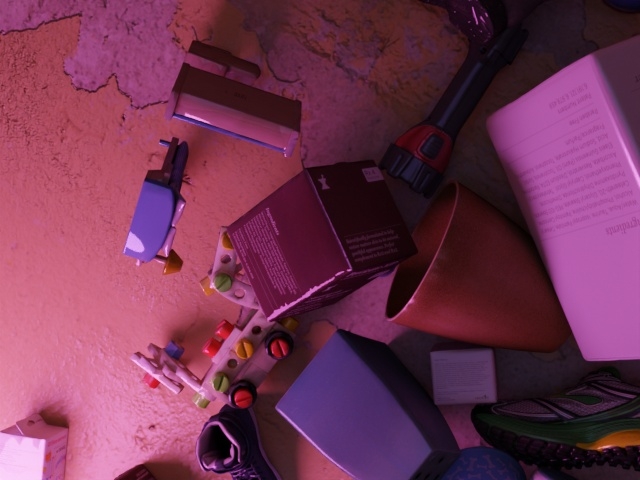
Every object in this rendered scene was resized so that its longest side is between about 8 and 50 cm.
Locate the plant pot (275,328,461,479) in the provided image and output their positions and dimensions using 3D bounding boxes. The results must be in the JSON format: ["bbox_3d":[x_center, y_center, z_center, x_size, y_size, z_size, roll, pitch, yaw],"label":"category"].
[{"bbox_3d":[0.088,0.285,1.530,0.166,0.165,0.234,-51,57,9],"label":"plant pot"}]

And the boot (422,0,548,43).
[{"bbox_3d":[0.250,-0.450,1.541,0.222,0.118,0.338,-30,61,-14],"label":"boot"}]

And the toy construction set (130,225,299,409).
[{"bbox_3d":[-0.164,0.149,1.627,0.215,0.151,0.328,36,107,-15],"label":"toy construction set"}]

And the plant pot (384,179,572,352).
[{"bbox_3d":[0.262,0.069,1.516,0.254,0.237,0.237,26,97,-6],"label":"plant pot"}]

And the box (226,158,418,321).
[{"bbox_3d":[0.000,0.000,1.512,0.203,0.168,0.167,-34,76,40],"label":"box"}]

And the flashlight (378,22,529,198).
[{"bbox_3d":[0.212,-0.217,1.568,0.103,0.103,0.304,35,94,35],"label":"flashlight"}]

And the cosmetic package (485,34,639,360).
[{"bbox_3d":[0.490,-0.078,1.344,0.329,0.327,0.394,-21,88,-17],"label":"cosmetic package"}]

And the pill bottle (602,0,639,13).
[{"bbox_3d":[0.467,-0.410,1.441,0.124,0.221,0.124,1,93,11],"label":"pill bottle"}]

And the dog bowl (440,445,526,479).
[{"bbox_3d":[0.192,0.442,1.572,0.297,0.074,0.166,-26,114,12],"label":"dog bowl"}]

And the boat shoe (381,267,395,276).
[{"bbox_3d":[0.061,-0.020,1.617,0.066,0.066,0.183,-33,86,11],"label":"boat shoe"}]

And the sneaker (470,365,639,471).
[{"bbox_3d":[0.407,0.276,1.547,0.343,0.134,0.146,-2,59,17],"label":"sneaker"}]

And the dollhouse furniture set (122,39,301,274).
[{"bbox_3d":[-0.173,-0.117,1.612,0.198,0.286,0.304,18,117,-9],"label":"dollhouse furniture set"}]

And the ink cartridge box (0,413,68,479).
[{"bbox_3d":[-0.506,0.383,1.734,0.089,0.092,0.143,7,94,11],"label":"ink cartridge box"}]

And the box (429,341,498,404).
[{"bbox_3d":[0.230,0.209,1.574,0.101,0.101,0.087,-4,91,12],"label":"box"}]

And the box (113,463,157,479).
[{"bbox_3d":[-0.261,0.588,1.672,0.191,0.143,0.381,-44,82,9],"label":"box"}]

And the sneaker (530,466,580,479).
[{"bbox_3d":[0.416,0.510,1.527,0.319,0.127,0.208,36,98,2],"label":"sneaker"}]

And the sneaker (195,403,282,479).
[{"bbox_3d":[-0.131,0.384,1.625,0.086,0.163,0.226,-22,89,10],"label":"sneaker"}]
